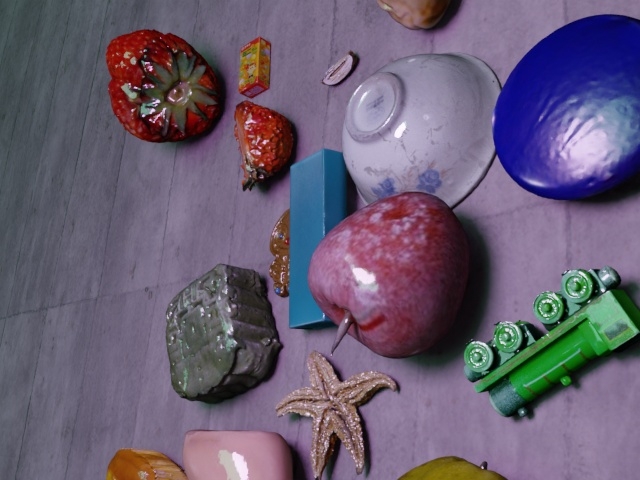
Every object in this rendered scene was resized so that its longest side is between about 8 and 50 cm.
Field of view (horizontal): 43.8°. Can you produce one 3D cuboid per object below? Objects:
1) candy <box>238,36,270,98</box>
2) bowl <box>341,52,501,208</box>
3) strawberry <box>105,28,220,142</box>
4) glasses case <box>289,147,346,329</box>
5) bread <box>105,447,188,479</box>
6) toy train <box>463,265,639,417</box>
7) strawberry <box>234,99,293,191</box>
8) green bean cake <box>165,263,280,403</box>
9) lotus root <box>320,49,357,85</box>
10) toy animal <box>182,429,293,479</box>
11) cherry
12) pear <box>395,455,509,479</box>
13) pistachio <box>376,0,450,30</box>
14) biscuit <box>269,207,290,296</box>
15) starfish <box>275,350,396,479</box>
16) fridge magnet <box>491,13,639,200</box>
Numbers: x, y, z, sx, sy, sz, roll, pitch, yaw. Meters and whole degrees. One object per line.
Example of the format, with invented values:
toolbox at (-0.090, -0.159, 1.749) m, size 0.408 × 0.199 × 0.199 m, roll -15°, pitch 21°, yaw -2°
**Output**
candy at (-0.143, -0.376, 1.733) m, size 0.062 × 0.038 × 0.122 m, roll -20°, pitch 60°, yaw 40°
bowl at (0.128, -0.192, 1.297) m, size 0.313 × 0.146 × 0.313 m, roll -19°, pitch 62°, yaw 39°
strawberry at (-0.367, -0.349, 1.808) m, size 0.288 × 0.238 × 0.250 m, roll 18°, pitch 107°, yaw 58°
glasses case at (0.000, 0.000, 1.389) m, size 0.117 × 0.070 × 0.301 m, roll -19°, pitch 68°, yaw 53°
bread at (-0.341, 0.479, 1.533) m, size 0.190 × 0.114 × 0.132 m, roll 10°, pitch 84°, yaw 53°
toy train at (0.299, 0.135, 1.038) m, size 0.251 × 0.085 × 0.119 m, roll -45°, pitch 62°, yaw 29°
strawberry at (-0.111, -0.204, 1.591) m, size 0.175 × 0.106 × 0.236 m, roll 107°, pitch 159°, yaw -57°
green bean cake at (-0.189, 0.179, 1.492) m, size 0.222 × 0.125 × 0.227 m, roll -33°, pitch 57°, yaw 33°
lotus root at (0.038, -0.328, 1.532) m, size 0.083 × 0.030 × 0.037 m, roll -38°, pitch 18°, yaw 25°
toy animal at (-0.137, 0.421, 1.283) m, size 0.213 × 0.195 × 0.256 m, roll -29°, pitch 57°, yaw 44°
cherry at (0.097, 0.060, 1.177) m, size 0.236 × 0.213 × 0.285 m, roll 29°, pitch 71°, yaw 23°
pear at (0.147, 0.420, 0.953) m, size 0.269 × 0.269 × 0.321 m, roll -1°, pitch 60°, yaw 46°
pistachio at (0.163, -0.459, 1.387) m, size 0.144 × 0.144 × 0.215 m, roll -26°, pitch 51°, yaw 37°
biscuit at (-0.053, 0.017, 1.485) m, size 0.124 × 0.026 × 0.175 m, roll -13°, pitch 65°, yaw 43°
starfish at (0.025, 0.271, 1.285) m, size 0.240 × 0.043 × 0.227 m, roll -28°, pitch 57°, yaw 32°
fridge magnet at (0.356, -0.179, 1.079) m, size 0.265 × 0.112 × 0.265 m, roll -19°, pitch 61°, yaw 39°
